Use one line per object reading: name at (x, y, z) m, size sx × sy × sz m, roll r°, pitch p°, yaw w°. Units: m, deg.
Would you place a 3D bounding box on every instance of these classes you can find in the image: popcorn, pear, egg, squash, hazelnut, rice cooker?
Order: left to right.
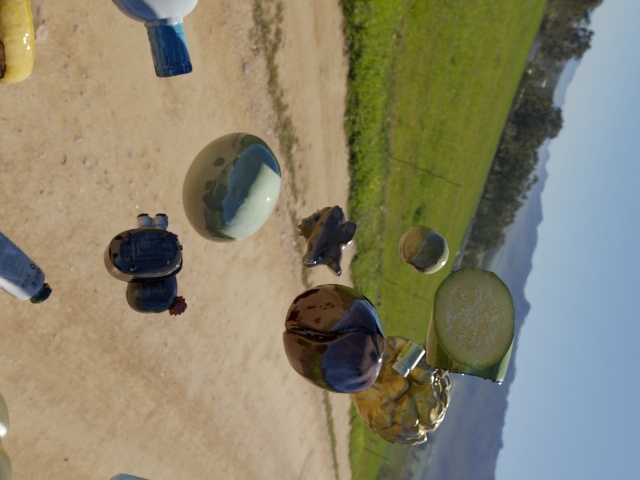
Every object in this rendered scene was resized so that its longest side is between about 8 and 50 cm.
rice cooker at (-0.376, 0.031, 1.171) m, size 0.106 × 0.165 × 0.112 m, roll -35°, pitch -117°, yaw 60°
egg at (-0.242, -0.138, 1.481) m, size 0.258 × 0.258 × 0.352 m, roll -55°, pitch -179°, yaw -39°
hazelnut at (0.040, 0.195, 1.115) m, size 0.218 × 0.218 × 0.234 m, roll -55°, pitch 143°, yaw -40°
popcorn at (0.264, 0.504, 1.854) m, size 0.390 × 0.344 × 0.354 m, roll 54°, pitch 42°, yaw -66°
pear at (0.323, 0.030, 1.727) m, size 0.136 × 0.167 × 0.167 m, roll -48°, pitch 163°, yaw 2°
squash at (0.342, 0.176, 1.228) m, size 0.189 × 0.189 × 0.260 m, roll 46°, pitch 57°, yaw -72°

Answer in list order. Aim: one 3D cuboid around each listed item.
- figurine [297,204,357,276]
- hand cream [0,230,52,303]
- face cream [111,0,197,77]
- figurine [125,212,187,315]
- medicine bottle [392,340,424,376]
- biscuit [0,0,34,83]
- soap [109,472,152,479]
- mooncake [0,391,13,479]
figurine at (0.004, -0.002, 1.802) m, size 0.173 × 0.177 × 0.247 m, roll -16°, pitch -125°, yaw 53°
hand cream at (-0.662, 0.017, 1.081) m, size 0.336 × 0.076 × 0.121 m, roll 65°, pitch 16°, yaw -48°
face cream at (-0.262, -0.427, 0.839) m, size 0.163 × 0.080 × 0.336 m, roll -26°, pitch 120°, yaw -38°
figurine at (-0.388, 0.056, 1.292) m, size 0.110 × 0.138 × 0.245 m, roll 131°, pitch -43°, yaw -65°
medicine bottle at (0.218, 0.294, 1.358) m, size 0.083 × 0.047 × 0.047 m, roll -51°, pitch 161°, yaw -8°
biscuit at (-0.609, -0.443, 1.015) m, size 0.102 × 0.296 × 0.296 m, roll -22°, pitch 136°, yaw -34°
soap at (-0.228, 0.433, 0.690) m, size 0.095 × 0.173 × 0.289 m, roll -89°, pitch -156°, yaw -60°
mooncake at (-0.640, 0.306, 0.832) m, size 0.378 × 0.201 × 0.378 m, roll 164°, pitch -90°, yaw -82°
